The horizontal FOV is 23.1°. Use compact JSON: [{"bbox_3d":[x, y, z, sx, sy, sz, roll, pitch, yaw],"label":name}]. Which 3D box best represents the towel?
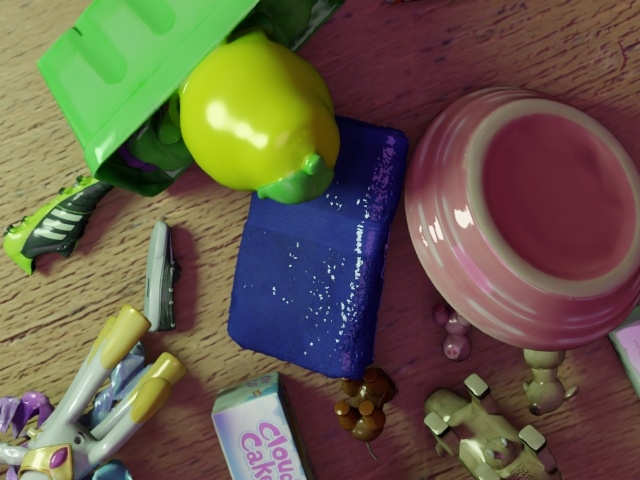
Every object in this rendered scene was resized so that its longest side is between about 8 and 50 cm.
[{"bbox_3d":[0.000,0.000,1.912,0.228,0.076,0.308,16,97,41],"label":"towel"}]

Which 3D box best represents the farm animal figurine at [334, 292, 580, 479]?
[{"bbox_3d":[0.203,0.212,1.912,0.330,0.172,0.326,-28,53,4],"label":"farm animal figurine"}]

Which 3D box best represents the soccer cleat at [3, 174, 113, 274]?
[{"bbox_3d":[-0.316,-0.026,1.967,0.179,0.060,0.072,-34,104,11],"label":"soccer cleat"}]

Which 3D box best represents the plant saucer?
[{"bbox_3d":[0.262,-0.038,1.845,0.332,0.084,0.332,9,66,-22],"label":"plant saucer"}]

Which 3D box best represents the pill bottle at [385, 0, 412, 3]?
[{"bbox_3d":[0.148,-0.338,1.904,0.152,0.086,0.086,-6,96,3],"label":"pill bottle"}]

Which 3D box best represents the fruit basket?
[{"bbox_3d":[-0.098,-0.178,1.826,0.392,0.283,0.392,-1,85,12],"label":"fruit basket"}]

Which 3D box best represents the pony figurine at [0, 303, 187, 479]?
[{"bbox_3d":[-0.323,0.257,1.881,0.303,0.351,0.363,40,77,-6],"label":"pony figurine"}]

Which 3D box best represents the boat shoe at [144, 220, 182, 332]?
[{"bbox_3d":[-0.197,0.046,1.976,0.040,0.049,0.142,4,98,-18],"label":"boat shoe"}]

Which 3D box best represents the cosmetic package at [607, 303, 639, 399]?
[{"bbox_3d":[0.565,0.207,1.946,0.284,0.097,0.377,-28,94,1],"label":"cosmetic package"}]

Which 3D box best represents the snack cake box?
[{"bbox_3d":[-0.050,0.309,1.943,0.089,0.152,0.264,-19,96,3],"label":"snack cake box"}]
